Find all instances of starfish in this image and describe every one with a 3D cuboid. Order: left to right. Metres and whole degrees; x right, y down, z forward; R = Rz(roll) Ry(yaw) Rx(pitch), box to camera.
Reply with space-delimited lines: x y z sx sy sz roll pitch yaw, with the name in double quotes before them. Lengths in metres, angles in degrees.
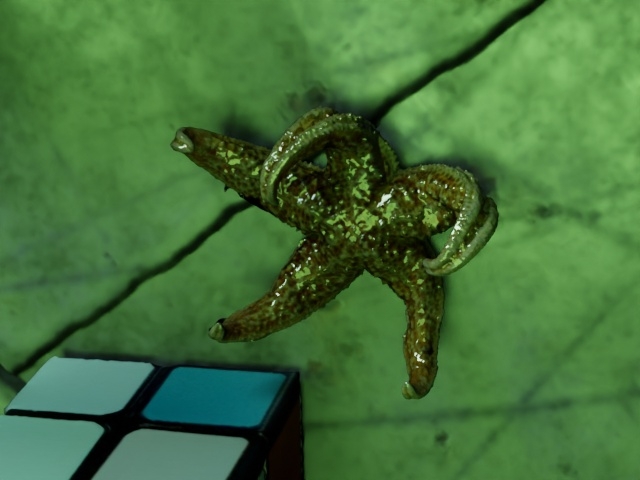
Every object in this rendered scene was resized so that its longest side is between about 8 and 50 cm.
"starfish" -0.001 0.000 0.806 0.190 0.074 0.146 27 113 2

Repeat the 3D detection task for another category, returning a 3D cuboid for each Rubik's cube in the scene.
"Rubik's cube" -0.107 0.184 0.846 0.167 0.180 0.183 4 109 13
